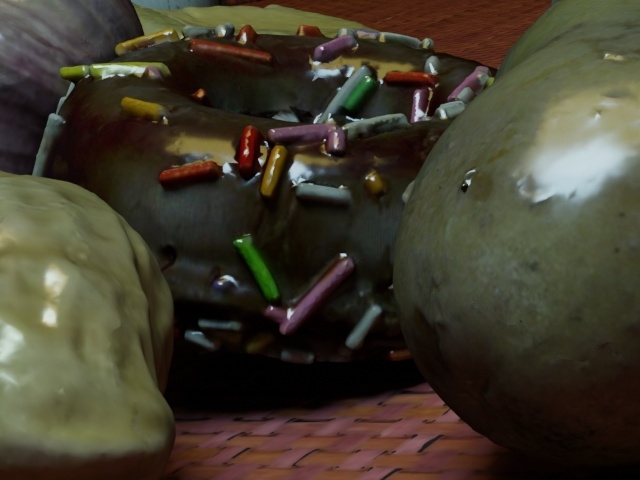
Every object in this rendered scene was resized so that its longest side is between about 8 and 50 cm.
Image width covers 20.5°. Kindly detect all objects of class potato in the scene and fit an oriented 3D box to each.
[{"bbox_3d":[0.124,-0.010,0.607,0.165,0.165,0.262,-7,19,25],"label":"potato"}]

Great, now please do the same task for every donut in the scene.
[{"bbox_3d":[-0.003,-0.030,0.803,0.270,0.103,0.269,3,17,-1],"label":"donut"}]

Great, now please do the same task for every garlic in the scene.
[{"bbox_3d":[-0.165,-0.051,0.948,0.160,0.245,0.245,21,8,-9],"label":"garlic"}]

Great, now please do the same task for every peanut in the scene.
[{"bbox_3d":[-0.144,0.036,0.656,0.153,0.140,0.325,19,-3,-26],"label":"peanut"}]

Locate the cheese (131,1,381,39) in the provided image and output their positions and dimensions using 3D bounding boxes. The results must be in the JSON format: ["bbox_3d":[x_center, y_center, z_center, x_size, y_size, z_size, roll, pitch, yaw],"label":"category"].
[{"bbox_3d":[-0.040,-0.089,1.093,0.214,0.117,0.226,-6,24,-36],"label":"cheese"}]

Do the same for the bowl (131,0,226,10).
[{"bbox_3d":[-0.197,-0.119,1.342,0.313,0.146,0.313,-16,-32,-10],"label":"bowl"}]
